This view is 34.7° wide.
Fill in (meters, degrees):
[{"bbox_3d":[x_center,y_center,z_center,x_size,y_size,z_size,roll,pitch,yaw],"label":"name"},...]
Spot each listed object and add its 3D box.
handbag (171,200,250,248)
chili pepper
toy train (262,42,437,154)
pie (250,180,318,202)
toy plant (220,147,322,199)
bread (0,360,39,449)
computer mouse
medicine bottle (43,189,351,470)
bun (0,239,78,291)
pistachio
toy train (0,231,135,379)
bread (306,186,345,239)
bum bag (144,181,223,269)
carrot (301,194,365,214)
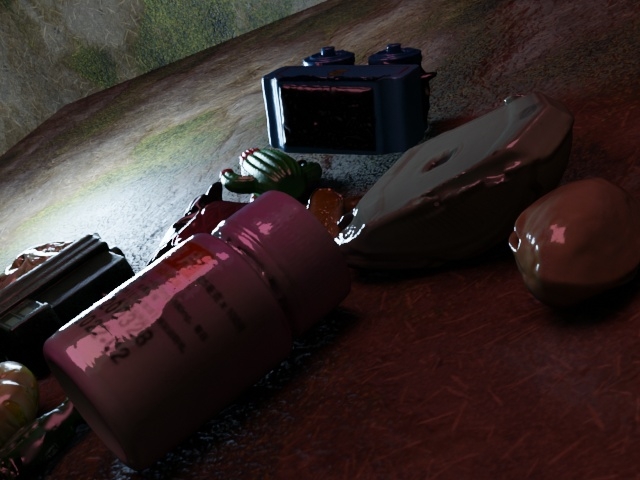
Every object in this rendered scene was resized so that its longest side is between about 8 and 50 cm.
[{"bbox_3d":[-0.131,0.020,1.694,0.225,0.135,0.146,3,36,46],"label":"handbag"},{"bbox_3d":[-0.410,0.293,1.515,0.098,0.061,0.224,1,37,43],"label":"chili pepper"},{"bbox_3d":[0.063,-0.262,1.934,0.300,0.188,0.265,3,22,25],"label":"toy train"},{"bbox_3d":[-0.072,-0.097,2.011,0.154,0.036,0.154,-26,23,12],"label":"pie"},{"bbox_3d":[-0.109,-0.125,1.936,0.240,0.088,0.155,14,33,41],"label":"toy plant"},{"bbox_3d":[-0.525,0.283,1.615,0.213,0.104,0.213,-24,26,12],"label":"bread"},{"bbox_3d":[0.200,-0.062,1.472,0.429,0.145,0.228,-25,26,42],"label":"computer mouse"},{"bbox_3d":[-0.160,0.113,1.398,0.388,0.219,0.219,-38,23,-21],"label":"medicine bottle"},{"bbox_3d":[-0.581,0.072,2.136,0.237,0.116,0.210,-40,25,-24],"label":"bun"},{"bbox_3d":[0.309,-0.001,1.228,0.152,0.126,0.223,20,37,18],"label":"pistachio"},{"bbox_3d":[-0.475,0.122,1.893,0.330,0.138,0.178,-38,33,-29],"label":"toy train"},{"bbox_3d":[0.000,-0.001,1.642,0.073,0.053,0.214,4,46,4],"label":"bread"},{"bbox_3d":[-0.236,0.011,1.850,0.095,0.144,0.340,22,35,7],"label":"bum bag"},{"bbox_3d":[0.008,-0.040,1.750,0.298,0.078,0.078,-11,27,29],"label":"carrot"}]
